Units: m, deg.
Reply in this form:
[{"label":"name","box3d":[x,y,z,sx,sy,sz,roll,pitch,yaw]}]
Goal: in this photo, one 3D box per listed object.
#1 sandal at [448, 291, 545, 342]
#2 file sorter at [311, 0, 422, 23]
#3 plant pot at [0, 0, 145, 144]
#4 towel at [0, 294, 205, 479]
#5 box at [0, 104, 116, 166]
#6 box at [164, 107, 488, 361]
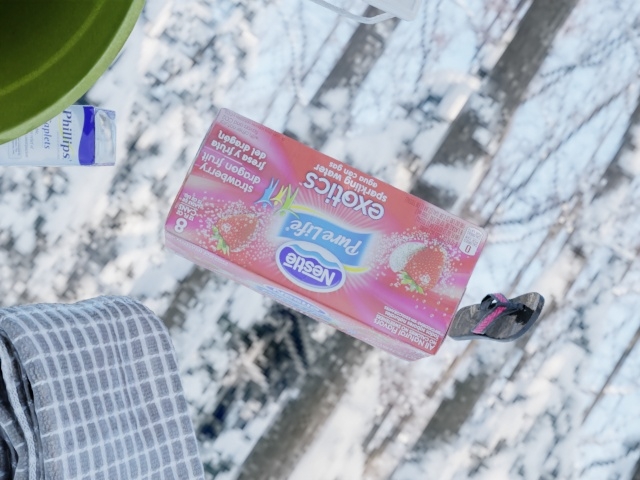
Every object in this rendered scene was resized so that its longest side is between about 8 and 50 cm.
[{"label":"sandal","box3d":[0.216,0.097,1.686,0.040,0.067,0.179,39,-28,-23]},{"label":"file sorter","box3d":[0.044,-0.400,1.461,0.192,0.278,0.173,22,-4,-15]},{"label":"plant pot","box3d":[-0.334,-0.295,1.043,0.366,0.366,0.353,42,7,-28]},{"label":"towel","box3d":[-0.177,0.184,0.974,0.121,0.284,0.235,-15,-4,17]},{"label":"box","box3d":[-0.324,-0.124,1.574,0.137,0.072,0.126,0,4,3]},{"label":"box","box3d":[0.000,0.000,1.150,0.256,0.123,0.128,25,-10,-2]}]
